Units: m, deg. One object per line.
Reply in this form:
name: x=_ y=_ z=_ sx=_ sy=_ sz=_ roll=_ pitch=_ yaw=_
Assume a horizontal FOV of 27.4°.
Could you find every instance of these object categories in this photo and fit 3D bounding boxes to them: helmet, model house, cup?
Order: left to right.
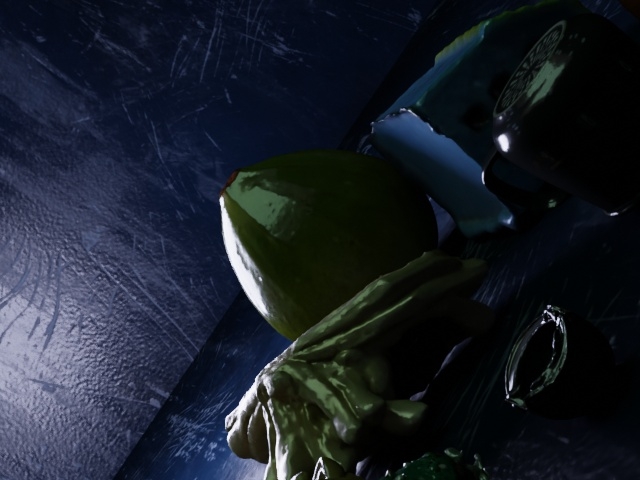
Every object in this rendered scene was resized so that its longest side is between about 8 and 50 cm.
model house: x=0.234 y=-0.184 z=1.702 sx=0.303 sy=0.215 sz=0.237 roll=-52 pitch=8 yaw=-11
helmet: x=0.211 y=0.112 z=1.133 sx=0.123 sy=0.070 sz=0.098 roll=163 pitch=132 yaw=-85
cup: x=0.265 y=-0.109 z=1.339 sx=0.223 sy=0.176 sz=0.169 roll=-51 pitch=11 yaw=40

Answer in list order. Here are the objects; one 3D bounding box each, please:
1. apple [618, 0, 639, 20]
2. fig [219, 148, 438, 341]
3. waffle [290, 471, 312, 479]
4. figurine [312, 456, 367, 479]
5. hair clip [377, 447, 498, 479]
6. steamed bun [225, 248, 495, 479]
apple: x=0.402 y=-0.329 z=1.450 sx=0.196 sy=0.196 sz=0.196 roll=-52 pitch=9 yaw=12
fig: x=0.000 y=0.000 z=1.868 sx=0.316 sy=0.316 sz=0.316 roll=-52 pitch=9 yaw=12
waffle: x=-0.061 y=0.355 z=1.360 sx=0.243 sy=0.058 sz=0.238 roll=-65 pitch=-21 yaw=-11
figurine: x=0.004 y=0.341 z=1.218 sx=0.194 sy=0.133 sz=0.274 roll=101 pitch=-174 yaw=-47
hair clip: x=0.094 y=0.232 z=0.846 sx=0.138 sy=0.091 sz=0.321 roll=-20 pitch=32 yaw=-5
steamed bun: x=0.024 y=0.192 z=1.531 sx=0.247 sy=0.189 sz=0.428 roll=-2 pitch=-32 yaw=-50
